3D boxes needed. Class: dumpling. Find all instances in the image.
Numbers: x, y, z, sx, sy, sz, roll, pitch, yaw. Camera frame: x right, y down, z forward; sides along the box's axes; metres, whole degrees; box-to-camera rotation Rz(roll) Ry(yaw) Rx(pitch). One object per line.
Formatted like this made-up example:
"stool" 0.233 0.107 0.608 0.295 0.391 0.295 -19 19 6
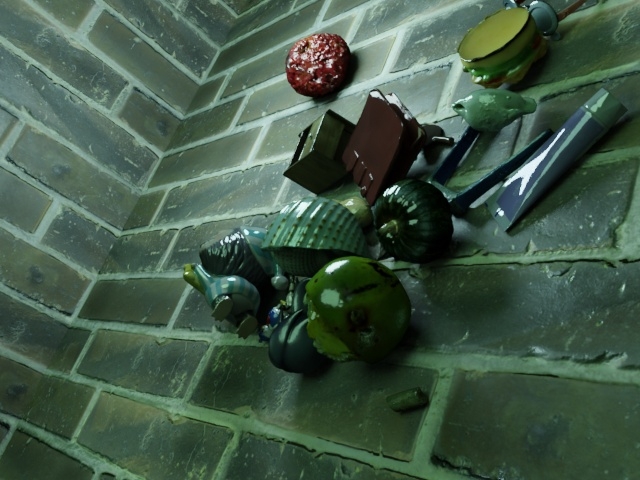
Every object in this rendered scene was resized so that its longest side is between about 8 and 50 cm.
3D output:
"dumpling" 0.432 -0.320 1.678 0.219 0.153 0.108 21 102 41

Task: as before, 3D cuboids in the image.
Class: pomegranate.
"pomegranate" 0.087 0.154 1.630 0.260 0.260 0.340 -43 9 16

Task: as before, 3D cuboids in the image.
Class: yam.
"yam" 0.188 0.351 1.482 0.094 0.043 0.043 -29 39 34

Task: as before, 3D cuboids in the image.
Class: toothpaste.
"toothpaste" 0.524 -0.184 1.539 0.371 0.080 0.125 -47 33 20

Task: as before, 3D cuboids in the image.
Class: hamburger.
"hamburger" 0.490 -0.502 1.815 0.237 0.149 0.237 -29 34 22

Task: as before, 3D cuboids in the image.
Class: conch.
"conch" -0.002 -0.016 1.849 0.319 0.303 0.215 0 76 17

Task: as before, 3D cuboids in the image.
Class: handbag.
"handbag" 0.171 -0.266 1.939 0.260 0.084 0.275 61 138 44

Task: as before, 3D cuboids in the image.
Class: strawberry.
"strawberry" -0.017 -0.671 2.560 0.274 0.220 0.274 -36 37 33

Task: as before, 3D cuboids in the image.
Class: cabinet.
"cabinet" 0.004 -0.287 2.185 0.215 0.148 0.175 -28 38 56

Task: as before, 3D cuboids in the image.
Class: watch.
"watch" 0.413 -0.183 1.697 0.274 0.068 0.276 -51 31 -5

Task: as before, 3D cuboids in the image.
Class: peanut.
"peanut" 0.074 -0.082 1.999 0.214 0.090 0.098 2 73 52

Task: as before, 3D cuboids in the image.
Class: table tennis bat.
"table tennis bat" 0.295 -0.331 1.913 0.107 0.119 0.170 -44 35 -18

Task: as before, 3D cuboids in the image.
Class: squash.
"squash" 0.228 -0.045 1.667 0.218 0.172 0.218 -1 88 35

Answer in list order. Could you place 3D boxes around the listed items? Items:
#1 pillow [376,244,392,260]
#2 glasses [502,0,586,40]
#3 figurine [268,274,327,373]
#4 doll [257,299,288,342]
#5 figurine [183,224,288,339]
"pillow" 0.201 -0.012 1.806 0.090 0.048 0.150 -23 42 37
"glasses" 0.661 -0.671 1.862 0.268 0.118 0.234 -33 30 -5
"figurine" -0.045 0.221 1.793 0.197 0.175 0.265 -1 66 46
"doll" -0.140 0.245 1.997 0.143 0.058 0.099 -55 31 8
"figurine" -0.212 0.052 2.070 0.377 0.266 0.361 -51 30 2
